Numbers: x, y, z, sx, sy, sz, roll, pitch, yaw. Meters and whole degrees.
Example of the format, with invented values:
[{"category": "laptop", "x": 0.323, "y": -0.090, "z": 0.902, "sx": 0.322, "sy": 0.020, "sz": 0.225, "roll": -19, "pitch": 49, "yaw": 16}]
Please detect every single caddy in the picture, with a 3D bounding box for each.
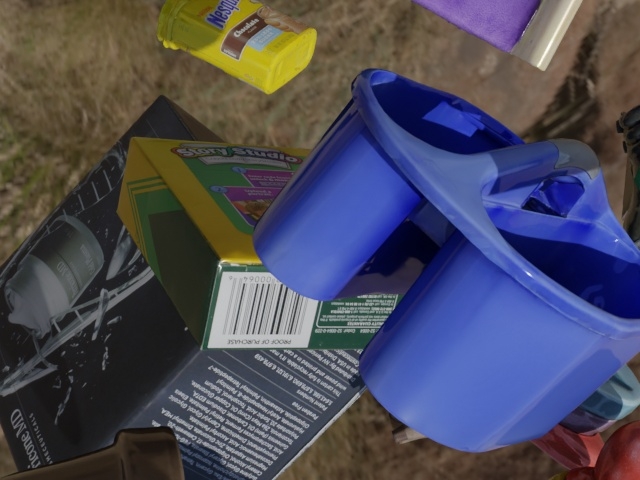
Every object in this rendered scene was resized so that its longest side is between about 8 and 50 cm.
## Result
[{"category": "caddy", "x": 0.117, "y": -0.001, "z": 0.901, "sx": 0.179, "sy": 0.241, "sz": 0.341, "roll": -48, "pitch": 158, "yaw": 18}]

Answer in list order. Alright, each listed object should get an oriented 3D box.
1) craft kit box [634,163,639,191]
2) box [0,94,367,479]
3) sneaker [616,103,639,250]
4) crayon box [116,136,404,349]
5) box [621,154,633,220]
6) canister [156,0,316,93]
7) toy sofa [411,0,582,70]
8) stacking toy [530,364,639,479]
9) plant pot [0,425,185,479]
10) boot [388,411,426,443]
[{"category": "craft kit box", "x": 0.317, "y": 0.026, "z": 0.697, "sx": 0.246, "sy": 0.250, "sz": 0.061, "roll": 13, "pitch": 118, "yaw": -10}, {"category": "box", "x": -0.218, "y": 0.129, "z": 1.915, "sx": 0.472, "sy": 0.480, "sz": 0.297, "roll": -47, "pitch": 132, "yaw": 8}, {"category": "sneaker", "x": 0.374, "y": -0.068, "z": 1.442, "sx": 0.104, "sy": 0.147, "sz": 0.296, "roll": -15, "pitch": 163, "yaw": -5}, {"category": "crayon box", "x": 0.000, "y": 0.000, "z": 1.417, "sx": 0.363, "sy": 0.313, "sz": 0.106, "roll": 2, "pitch": 114, "yaw": -26}, {"category": "box", "x": 0.556, "y": -0.110, "z": 1.931, "sx": 0.168, "sy": 0.203, "sz": 0.167, "roll": 26, "pitch": 130, "yaw": -3}, {"category": "canister", "x": -0.105, "y": -0.265, "z": 1.703, "sx": 0.126, "sy": 0.170, "sz": 0.073, "roll": -44, "pitch": 156, "yaw": -45}, {"category": "toy sofa", "x": 0.145, "y": -0.297, "z": 1.333, "sx": 0.362, "sy": 0.177, "sz": 0.150, "roll": 18, "pitch": 104, "yaw": -45}, {"category": "stacking toy", "x": 0.320, "y": 0.200, "z": 1.270, "sx": 0.279, "sy": 0.309, "sz": 0.130, "roll": 26, "pitch": 113, "yaw": -25}, {"category": "plant pot", "x": -0.255, "y": 0.320, "z": 1.298, "sx": 0.229, "sy": 0.263, "sz": 0.263, "roll": -2, "pitch": 131, "yaw": -13}, {"category": "boot", "x": 0.134, "y": 0.233, "z": 1.713, "sx": 0.087, "sy": 0.118, "sz": 0.042, "roll": -21, "pitch": 96, "yaw": 2}]
